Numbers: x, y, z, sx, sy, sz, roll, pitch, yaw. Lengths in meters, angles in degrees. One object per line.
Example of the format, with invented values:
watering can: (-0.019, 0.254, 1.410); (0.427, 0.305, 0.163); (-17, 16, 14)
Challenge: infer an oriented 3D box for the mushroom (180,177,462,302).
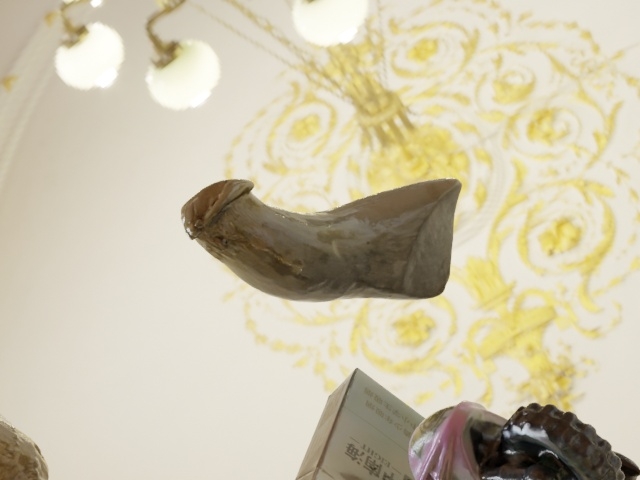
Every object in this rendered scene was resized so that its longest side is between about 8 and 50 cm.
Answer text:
mushroom: (-0.001, 0.000, 1.508); (0.126, 0.397, 0.177); (35, -58, 51)

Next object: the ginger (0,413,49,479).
ginger: (-0.509, 0.318, 1.683); (0.130, 0.275, 0.221); (-53, -166, -9)

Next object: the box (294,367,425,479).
box: (0.058, 0.266, 1.285); (0.067, 0.155, 0.243); (-52, -177, 28)

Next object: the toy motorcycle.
toy motorcycle: (0.177, 0.248, 0.999); (0.188, 0.327, 0.143); (14, -132, 31)
